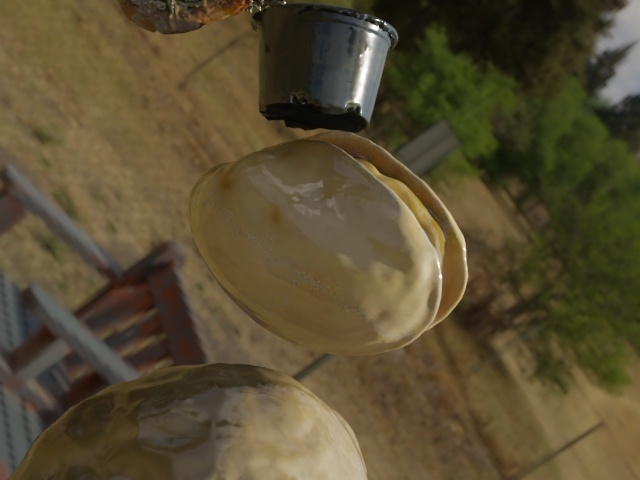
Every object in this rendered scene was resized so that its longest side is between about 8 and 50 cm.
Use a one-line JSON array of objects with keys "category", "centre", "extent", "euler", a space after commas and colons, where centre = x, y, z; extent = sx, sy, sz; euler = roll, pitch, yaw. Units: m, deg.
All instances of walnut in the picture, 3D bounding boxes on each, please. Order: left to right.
[{"category": "walnut", "centre": [-0.117, 0.291, 1.271], "extent": [0.381, 0.381, 0.381], "euler": [54, 7, -10]}]

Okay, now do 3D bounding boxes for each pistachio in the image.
[{"category": "pistachio", "centre": [0.000, 0.000, 1.580], "extent": [0.321, 0.238, 0.229], "euler": [20, 25, 19]}]

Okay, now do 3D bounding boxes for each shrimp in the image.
[{"category": "shrimp", "centre": [-0.129, -0.263, 1.569], "extent": [0.043, 0.184, 0.091], "euler": [95, -7, -67]}]

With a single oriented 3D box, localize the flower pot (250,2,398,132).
[{"category": "flower pot", "centre": [0.000, -0.175, 1.516], "extent": [0.157, 0.158, 0.106], "euler": [35, 59, -71]}]
